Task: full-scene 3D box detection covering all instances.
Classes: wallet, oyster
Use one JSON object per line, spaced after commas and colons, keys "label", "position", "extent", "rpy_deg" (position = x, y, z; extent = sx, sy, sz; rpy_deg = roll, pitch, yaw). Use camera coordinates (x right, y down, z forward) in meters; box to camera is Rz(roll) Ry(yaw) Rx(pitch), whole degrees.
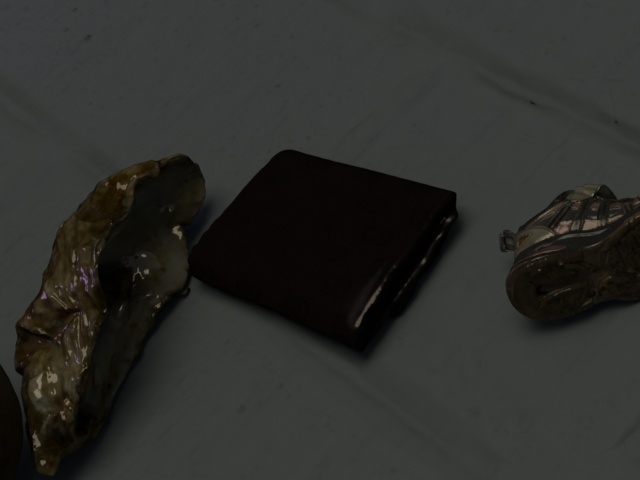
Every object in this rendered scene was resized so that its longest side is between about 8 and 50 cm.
{"label": "wallet", "position": [0.000, 0.000, 1.556], "extent": [0.229, 0.049, 0.182], "rpy_deg": [20, 63, 37]}
{"label": "oyster", "position": [-0.213, 0.057, 1.552], "extent": [0.110, 0.166, 0.341], "rpy_deg": [15, 77, 23]}

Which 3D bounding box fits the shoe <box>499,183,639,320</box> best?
{"label": "shoe", "position": [0.242, 0.001, 1.427], "extent": [0.180, 0.089, 0.092], "rpy_deg": [-21, 35, 4]}

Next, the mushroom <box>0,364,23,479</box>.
{"label": "mushroom", "position": [-0.420, 0.168, 1.493], "extent": [0.292, 0.292, 0.290], "rpy_deg": [-35, 18, -6]}
